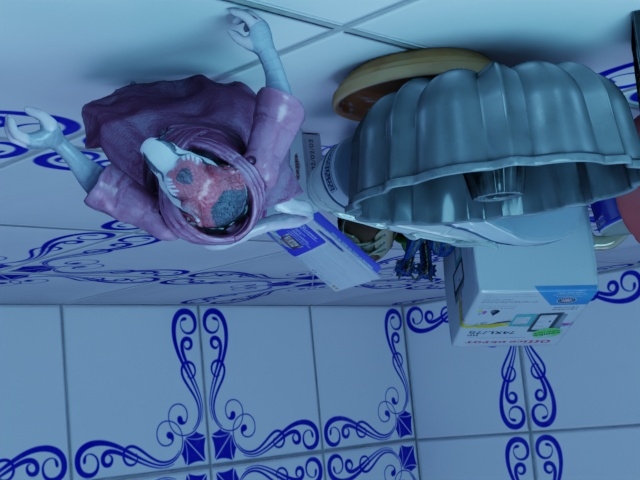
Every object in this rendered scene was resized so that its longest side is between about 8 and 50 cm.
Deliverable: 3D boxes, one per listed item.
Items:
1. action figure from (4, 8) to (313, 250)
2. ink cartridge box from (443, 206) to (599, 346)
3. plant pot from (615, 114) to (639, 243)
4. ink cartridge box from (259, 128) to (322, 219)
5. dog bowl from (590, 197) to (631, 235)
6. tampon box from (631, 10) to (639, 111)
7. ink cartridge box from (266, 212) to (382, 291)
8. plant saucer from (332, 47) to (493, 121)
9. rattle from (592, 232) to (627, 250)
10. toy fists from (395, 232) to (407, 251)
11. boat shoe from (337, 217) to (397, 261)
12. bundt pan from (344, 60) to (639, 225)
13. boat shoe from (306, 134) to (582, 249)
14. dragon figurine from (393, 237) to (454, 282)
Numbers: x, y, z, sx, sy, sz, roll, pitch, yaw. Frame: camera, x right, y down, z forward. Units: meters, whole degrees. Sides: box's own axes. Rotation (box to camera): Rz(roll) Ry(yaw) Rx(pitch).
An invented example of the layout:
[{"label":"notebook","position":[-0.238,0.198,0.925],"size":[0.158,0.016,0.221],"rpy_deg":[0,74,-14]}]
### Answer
[{"label":"action figure","position":[-0.125,-0.054,1.067],"size":[0.248,0.275,0.370],"rpy_deg":[-22,-160,-3]},{"label":"ink cartridge box","position":[0.331,0.047,1.932],"size":[0.198,0.197,0.270],"rpy_deg":[-1,156,-4]},{"label":"plant pot","position":[0.534,-0.085,1.460],"size":[0.275,0.275,0.243],"rpy_deg":[2,178,-40]},{"label":"ink cartridge box","position":[-0.049,-0.082,1.530],"size":[0.061,0.104,0.181],"rpy_deg":[0,170,-36]},{"label":"dog bowl","position":[0.546,-0.091,1.746],"size":[0.265,0.104,0.265],"rpy_deg":[-12,169,-2]},{"label":"tampon box","position":[0.406,-0.182,1.161],"size":[0.161,0.101,0.120],"rpy_deg":[-7,171,15]},{"label":"ink cartridge box","position":[0.000,0.000,1.909],"size":[0.206,0.045,0.208],"rpy_deg":[41,161,-11]},{"label":"plant saucer","position":[0.111,-0.173,1.262],"size":[0.200,0.037,0.200],"rpy_deg":[-4,171,-1]},{"label":"rattle","position":[0.475,-0.016,1.976],"size":[0.130,0.199,0.143],"rpy_deg":[32,177,-3]},{"label":"toy fists","position":[0.267,-0.028,2.124],"size":[0.279,0.096,0.142],"rpy_deg":[-11,170,24]},{"label":"boat shoe","position":[0.086,-0.022,1.971],"size":[0.123,0.116,0.324],"rpy_deg":[-6,171,5]},{"label":"bundt pan","position":[0.185,-0.105,1.219],"size":[0.331,0.124,0.331],"rpy_deg":[-5,171,-1]},{"label":"boat shoe","position":[0.151,-0.050,1.462],"size":[0.367,0.136,0.156],"rpy_deg":[4,168,-24]},{"label":"dragon figurine","position":[0.184,-0.014,1.969],"size":[0.085,0.144,0.289],"rpy_deg":[-2,165,-8]}]
